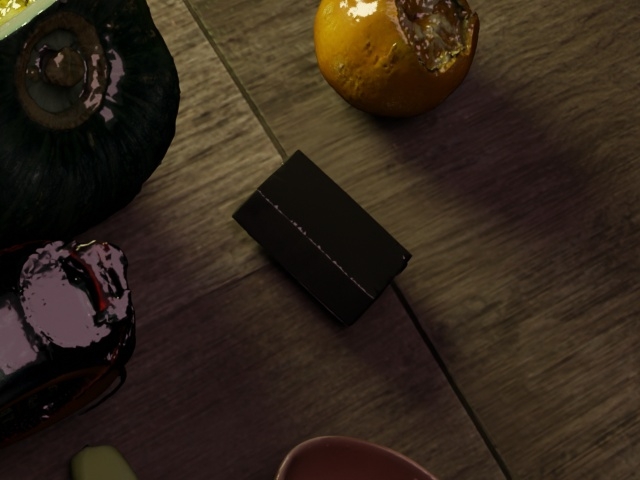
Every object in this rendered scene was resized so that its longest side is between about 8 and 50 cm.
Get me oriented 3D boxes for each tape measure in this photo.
[{"bbox_3d":[-0.248,0.084,1.549,0.223,0.202,0.135,-29,81,-11],"label":"tape measure"}]

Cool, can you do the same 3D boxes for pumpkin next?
[{"bbox_3d":[-0.245,-0.099,1.619,0.293,0.263,0.197,-44,118,-40],"label":"pumpkin"}]

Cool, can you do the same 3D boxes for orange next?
[{"bbox_3d":[0.070,-0.191,1.837,0.154,0.134,0.155,5,66,-11],"label":"orange"}]

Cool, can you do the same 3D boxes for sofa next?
[{"bbox_3d":[0.000,0.000,1.777,0.147,0.060,0.085,42,43,0],"label":"sofa"}]

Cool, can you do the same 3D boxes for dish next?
[{"bbox_3d":[0.020,0.273,1.637,0.213,0.090,0.213,11,61,-20],"label":"dish"}]

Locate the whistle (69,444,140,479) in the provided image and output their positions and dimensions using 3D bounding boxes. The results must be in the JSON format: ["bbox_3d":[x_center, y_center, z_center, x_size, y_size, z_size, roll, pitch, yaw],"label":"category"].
[{"bbox_3d":[-0.127,0.299,1.571,0.141,0.141,0.294,-11,40,-25],"label":"whistle"}]
